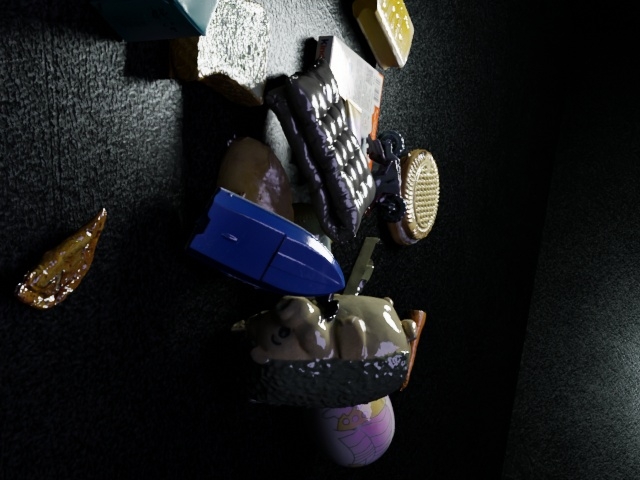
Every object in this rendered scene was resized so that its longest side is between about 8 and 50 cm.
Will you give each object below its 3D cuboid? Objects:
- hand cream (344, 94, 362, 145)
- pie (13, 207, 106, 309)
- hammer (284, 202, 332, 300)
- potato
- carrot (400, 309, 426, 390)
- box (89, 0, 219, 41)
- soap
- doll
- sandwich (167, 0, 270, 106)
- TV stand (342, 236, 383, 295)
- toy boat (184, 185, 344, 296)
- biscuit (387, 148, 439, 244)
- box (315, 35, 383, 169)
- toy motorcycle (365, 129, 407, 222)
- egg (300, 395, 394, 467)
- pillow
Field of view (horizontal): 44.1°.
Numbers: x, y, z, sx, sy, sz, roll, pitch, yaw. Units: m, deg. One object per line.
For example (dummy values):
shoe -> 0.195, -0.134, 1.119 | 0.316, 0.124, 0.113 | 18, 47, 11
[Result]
hand cream -> 0.065, -0.220, 1.705 | 0.076, 0.047, 0.174 | 32, 59, -56
pie -> -0.351, 0.038, 1.072 | 0.191, 0.033, 0.088 | -54, 154, -47
hammer -> 0.000, 0.000, 1.660 | 0.305, 0.113, 0.202 | -37, 128, -65
potato -> -0.119, -0.056, 1.425 | 0.138, 0.098, 0.243 | -50, 134, -45
carrot -> 0.247, 0.305, 2.187 | 0.057, 0.057, 0.224 | 25, 74, -60
box -> -0.212, -0.415, 1.149 | 0.092, 0.153, 0.245 | 48, 53, -52
soap -> 0.147, -0.536, 1.879 | 0.232, 0.073, 0.140 | 53, 44, -49
doll -> 0.005, 0.198, 1.479 | 0.349, 0.247, 0.247 | -7, 102, -21
sandwich -> -0.166, -0.333, 1.335 | 0.214, 0.065, 0.186 | 14, 81, -62
TV stand -> 0.093, 0.093, 1.888 | 0.249, 0.036, 0.042 | -66, 146, -33
toy boat -> -0.081, 0.023, 1.359 | 0.295, 0.088, 0.129 | 26, 99, -23
biscuit -> 0.247, -0.114, 2.104 | 0.259, 0.079, 0.259 | -11, 103, -60
box -> 0.054, -0.281, 1.762 | 0.265, 0.048, 0.273 | 20, 78, -61
toy motorcycle -> 0.132, -0.143, 1.786 | 0.082, 0.122, 0.213 | 66, 23, -80
egg -> 0.057, 0.361, 1.686 | 0.196, 0.196, 0.271 | -56, 147, -43
pillow -> 0.012, -0.177, 1.522 | 0.326, 0.101, 0.228 | 65, 22, -15
